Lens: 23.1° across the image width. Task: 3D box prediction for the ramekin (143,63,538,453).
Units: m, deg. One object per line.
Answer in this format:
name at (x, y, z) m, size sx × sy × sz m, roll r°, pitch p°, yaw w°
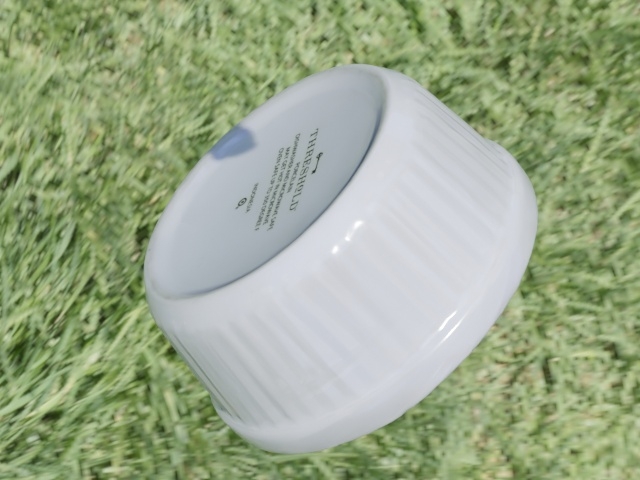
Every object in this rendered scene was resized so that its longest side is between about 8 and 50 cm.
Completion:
ramekin at (0.000, 0.000, 1.054) m, size 0.127 × 0.273 × 0.273 m, roll 46°, pitch 71°, yaw -26°
